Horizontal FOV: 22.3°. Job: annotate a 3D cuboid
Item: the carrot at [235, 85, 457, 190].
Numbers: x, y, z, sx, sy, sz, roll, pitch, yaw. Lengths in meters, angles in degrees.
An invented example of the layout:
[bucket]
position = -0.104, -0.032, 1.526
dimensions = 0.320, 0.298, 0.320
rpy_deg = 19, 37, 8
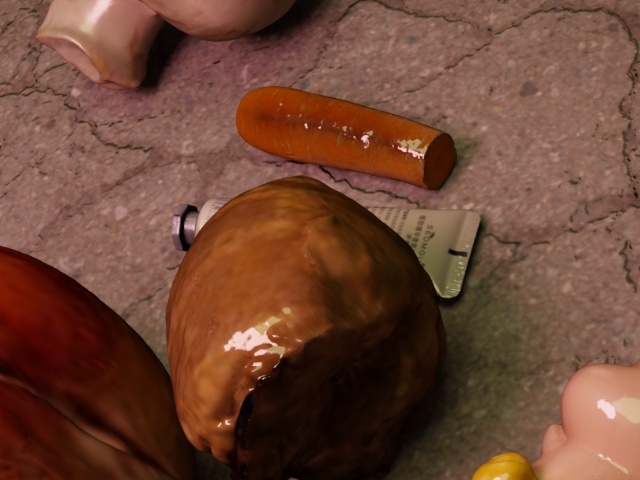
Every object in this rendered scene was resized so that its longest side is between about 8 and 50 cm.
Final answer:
[carrot]
position = 0.014, -0.098, 1.487
dimensions = 0.225, 0.067, 0.067
rpy_deg = 16, 61, 30

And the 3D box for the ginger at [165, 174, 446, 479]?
[ginger]
position = -0.026, 0.059, 1.248
dimensions = 0.223, 0.269, 0.200
rpy_deg = 41, 105, 33

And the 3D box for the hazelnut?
[hazelnut]
position = -0.274, 0.172, 1.243
dimensions = 0.372, 0.315, 0.372
rpy_deg = 8, 46, -9

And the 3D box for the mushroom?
[mushroom]
position = -0.171, -0.299, 1.609
dimensions = 0.290, 0.297, 0.297
rpy_deg = -46, 45, 17

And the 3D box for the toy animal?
[toy animal]
position = 0.199, 0.181, 1.126
dimensions = 0.248, 0.165, 0.149
rpy_deg = -45, 55, -6

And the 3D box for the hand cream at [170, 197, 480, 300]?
[hand cream]
position = 0.000, 0.000, 1.427
dimensions = 0.276, 0.059, 0.095
rpy_deg = 6, 55, 21
